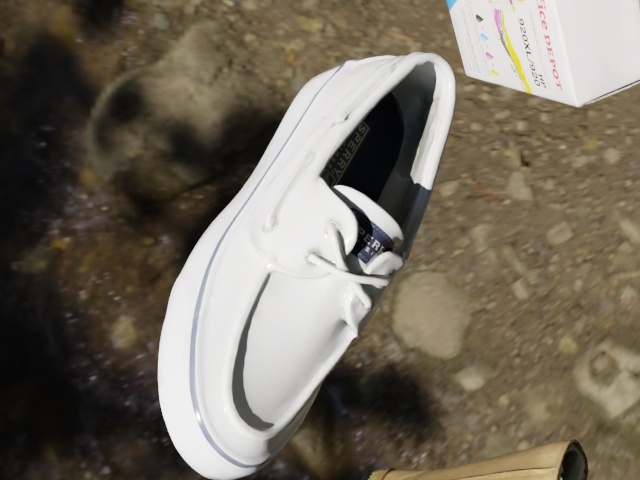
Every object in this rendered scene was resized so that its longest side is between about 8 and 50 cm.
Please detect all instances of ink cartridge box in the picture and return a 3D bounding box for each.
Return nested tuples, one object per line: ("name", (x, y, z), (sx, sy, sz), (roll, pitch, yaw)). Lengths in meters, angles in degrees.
("ink cartridge box", (0.264, -0.266, 1.608), (0.168, 0.232, 0.171), (-25, 114, -18))

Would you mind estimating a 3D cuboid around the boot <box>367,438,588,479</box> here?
("boot", (0.158, 0.327, 1.728), (0.269, 0.236, 0.089), (-12, 120, 30))

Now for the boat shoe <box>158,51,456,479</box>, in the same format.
("boat shoe", (0.000, 0.000, 0.747), (0.084, 0.095, 0.258), (-17, 44, 46))
